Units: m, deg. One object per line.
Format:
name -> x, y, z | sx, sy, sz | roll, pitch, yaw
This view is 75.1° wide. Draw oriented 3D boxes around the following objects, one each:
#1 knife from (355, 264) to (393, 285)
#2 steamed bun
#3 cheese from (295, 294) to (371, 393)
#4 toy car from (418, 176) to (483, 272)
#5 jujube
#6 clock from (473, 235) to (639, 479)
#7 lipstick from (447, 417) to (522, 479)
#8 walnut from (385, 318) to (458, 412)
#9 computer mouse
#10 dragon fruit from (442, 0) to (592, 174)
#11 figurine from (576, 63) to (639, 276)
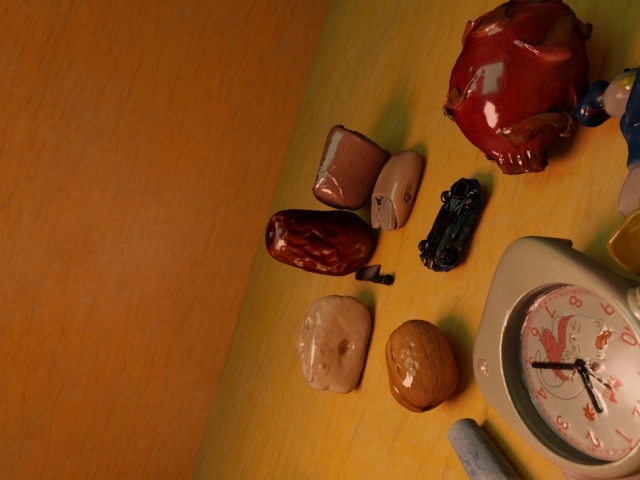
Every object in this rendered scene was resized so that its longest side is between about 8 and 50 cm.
knife -> 0.150, 0.097, 1.210 | 0.060, 0.028, 0.230 | -64, 17, -10
steamed bun -> 0.106, -0.210, 1.289 | 0.301, 0.199, 0.252 | -22, -48, -77
cheese -> 0.028, 0.262, 1.186 | 0.251, 0.173, 0.248 | -147, 73, -73
toy car -> 0.289, -0.032, 0.900 | 0.216, 0.063, 0.103 | -66, 22, 3
jujube -> 0.000, 0.000, 1.241 | 0.223, 0.317, 0.223 | -172, 90, -66
clock -> 0.337, 0.158, 0.522 | 0.324, 0.108, 0.265 | -126, 43, -65
lipstick -> 0.280, 0.389, 0.610 | 0.068, 0.061, 0.274 | -64, 23, 17
walnut -> 0.198, 0.240, 0.823 | 0.144, 0.144, 0.180 | -57, 22, 35
computer mouse -> 0.206, -0.141, 1.160 | 0.145, 0.081, 0.237 | 26, 98, 68
dragon fruit -> 0.342, -0.278, 0.741 | 0.250, 0.250, 0.315 | -130, 42, -65
figurine -> 0.418, -0.161, 0.517 | 0.338, 0.204, 0.284 | -83, -6, -56
